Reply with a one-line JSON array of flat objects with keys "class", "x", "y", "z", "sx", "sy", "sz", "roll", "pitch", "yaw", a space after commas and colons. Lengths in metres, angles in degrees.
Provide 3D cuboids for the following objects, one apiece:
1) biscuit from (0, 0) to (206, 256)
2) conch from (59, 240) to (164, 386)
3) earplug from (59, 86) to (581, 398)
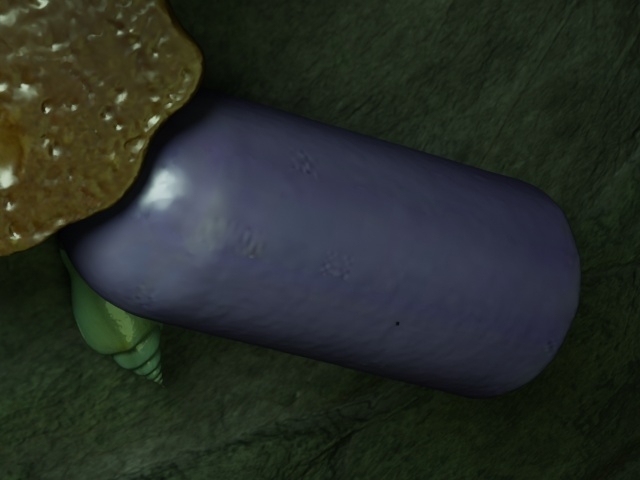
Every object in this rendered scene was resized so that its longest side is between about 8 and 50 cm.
[{"class": "biscuit", "x": -0.211, "y": -0.117, "z": 0.567, "sx": 0.272, "sy": 0.049, "sz": 0.257, "roll": -30, "pitch": 110, "yaw": -2}, {"class": "conch", "x": -0.159, "y": 0.059, "z": 0.814, "sx": 0.088, "sy": 0.065, "sz": 0.180, "roll": -29, "pitch": 129, "yaw": -13}, {"class": "earplug", "x": 0.000, "y": 0.000, "z": 0.798, "sx": 0.455, "sy": 0.215, "sz": 0.215, "roll": 16, "pitch": 114, "yaw": -40}]
